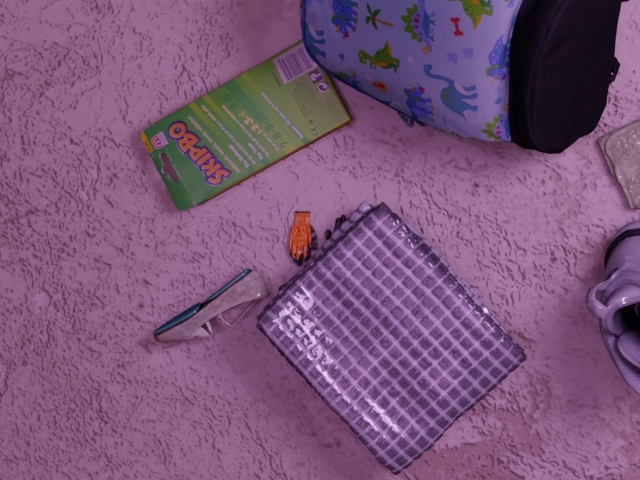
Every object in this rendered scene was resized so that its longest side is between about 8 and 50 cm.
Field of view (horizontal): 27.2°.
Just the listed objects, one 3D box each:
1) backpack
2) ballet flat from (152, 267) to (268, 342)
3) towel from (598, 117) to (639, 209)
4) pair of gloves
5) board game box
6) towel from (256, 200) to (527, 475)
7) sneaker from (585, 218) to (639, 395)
[{"bbox_3d":[0.148,-0.272,1.555,0.273,0.290,0.355,-30,54,-26],"label":"backpack"},{"bbox_3d":[-0.143,0.100,1.740,0.168,0.057,0.052,-33,96,10],"label":"ballet flat"},{"bbox_3d":[0.431,-0.112,1.638,0.148,0.027,0.110,-28,88,10],"label":"towel"},{"bbox_3d":[0.000,0.000,1.731,0.083,0.010,0.074,7,93,9],"label":"pair of gloves"},{"bbox_3d":[-0.099,-0.149,1.732,0.259,0.039,0.124,-28,86,8],"label":"board game box"},{"bbox_3d":[0.082,0.118,1.659,0.235,0.121,0.283,-45,86,8],"label":"towel"},{"bbox_3d":[0.466,0.135,1.534,0.366,0.210,0.137,39,124,10],"label":"sneaker"}]
